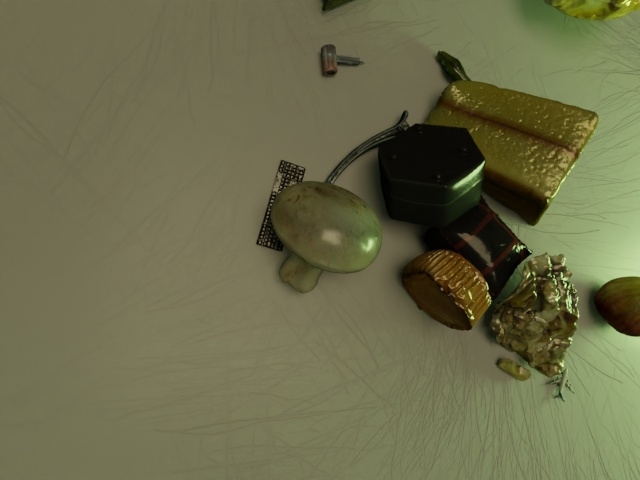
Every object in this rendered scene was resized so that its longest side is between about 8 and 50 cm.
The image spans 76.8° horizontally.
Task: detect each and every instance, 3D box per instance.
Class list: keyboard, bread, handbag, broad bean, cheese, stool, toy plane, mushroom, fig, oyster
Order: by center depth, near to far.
[{"bbox_3d":[0.000,0.000,0.849,0.243,0.243,0.244,2,83,-14],"label":"mushroom"},{"bbox_3d":[0.279,0.103,0.893,0.104,0.199,0.199,-42,94,-15],"label":"bread"},{"bbox_3d":[0.241,-0.149,0.897,0.232,0.141,0.232,-6,48,7],"label":"stool"},{"bbox_3d":[-0.089,-0.080,0.917,0.061,0.013,0.205,17,80,-12],"label":"keyboard"},{"bbox_3d":[0.366,0.013,0.946,0.169,0.155,0.215,-38,88,-18],"label":"handbag"},{"bbox_3d":[0.522,0.178,0.955,0.237,0.115,0.352,-23,113,-15],"label":"oyster"},{"bbox_3d":[0.481,0.317,0.997,0.083,0.044,0.030,32,61,-6],"label":"cheese"},{"bbox_3d":[0.453,-0.241,1.034,0.361,0.245,0.233,31,90,21],"label":"bread"},{"bbox_3d":[0.619,0.369,1.035,0.077,0.024,0.085,20,73,-6],"label":"toy plane"},{"bbox_3d":[0.828,0.135,1.038,0.160,0.143,0.231,27,106,-5],"label":"fig"},{"bbox_3d":[0.366,-0.411,1.052,0.061,0.046,0.196,-21,90,-18],"label":"broad bean"}]

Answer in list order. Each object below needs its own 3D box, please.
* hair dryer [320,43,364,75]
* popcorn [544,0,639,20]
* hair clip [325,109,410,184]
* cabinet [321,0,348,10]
[{"bbox_3d":[0.057,-0.436,0.987,0.114,0.037,0.063,-5,86,-22],"label":"hair dryer"},{"bbox_3d":[0.737,-0.772,1.054,0.354,0.344,0.390,36,44,-48],"label":"popcorn"},{"bbox_3d":[0.118,-0.216,0.975,0.275,0.048,0.083,-32,93,-10],"label":"hair clip"},{"bbox_3d":[0.064,-0.694,0.959,0.215,0.148,0.175,-32,91,-19],"label":"cabinet"}]
